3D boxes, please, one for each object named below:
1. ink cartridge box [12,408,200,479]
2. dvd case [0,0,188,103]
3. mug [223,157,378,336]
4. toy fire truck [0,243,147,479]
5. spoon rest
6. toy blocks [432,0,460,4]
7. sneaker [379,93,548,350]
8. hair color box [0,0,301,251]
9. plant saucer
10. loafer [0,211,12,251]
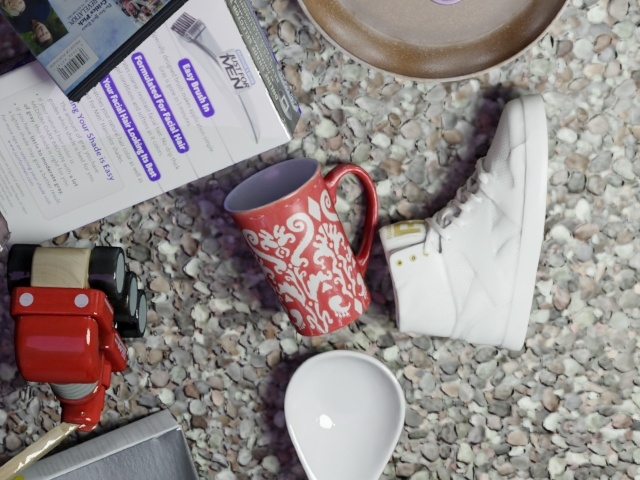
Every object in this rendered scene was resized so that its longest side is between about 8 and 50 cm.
[{"bbox_3d":[-0.263,0.389,2.021,0.307,0.072,0.303,-22,111,-14],"label":"ink cartridge box"},{"bbox_3d":[-0.260,-0.292,1.768,0.180,0.022,0.253,-41,78,9],"label":"dvd case"},{"bbox_3d":[-0.003,0.005,1.882,0.150,0.113,0.169,-19,112,14],"label":"mug"},{"bbox_3d":[-0.286,0.145,1.860,0.159,0.217,0.246,1,70,4],"label":"toy fire truck"},{"bbox_3d":[0.029,0.252,1.989,0.137,0.084,0.276,1,112,5],"label":"spoon rest"},{"bbox_3d":[0.078,-0.368,1.583,0.309,0.260,0.288,26,101,-2],"label":"toy blocks"},{"bbox_3d":[0.149,-0.020,1.857,0.169,0.108,0.292,5,113,0],"label":"sneaker"},{"bbox_3d":[-0.212,-0.139,1.845,0.339,0.110,0.185,-21,107,15],"label":"hair color box"},{"bbox_3d":[0.115,-0.317,1.775,0.311,0.050,0.310,2,112,4],"label":"plant saucer"},{"bbox_3d":[-0.404,0.018,1.875,0.095,0.109,0.302,46,148,-25],"label":"loafer"}]
